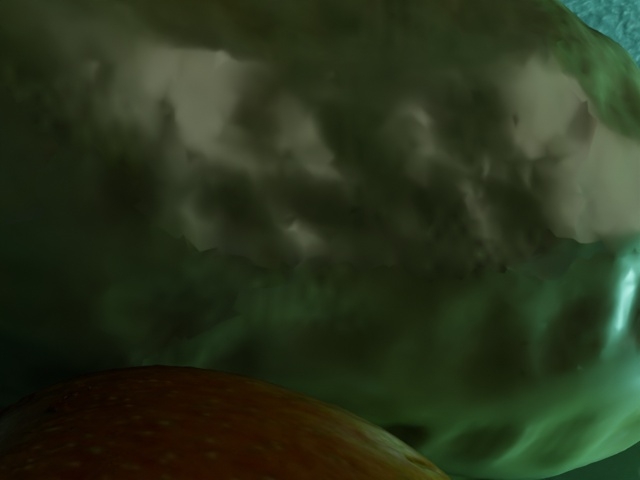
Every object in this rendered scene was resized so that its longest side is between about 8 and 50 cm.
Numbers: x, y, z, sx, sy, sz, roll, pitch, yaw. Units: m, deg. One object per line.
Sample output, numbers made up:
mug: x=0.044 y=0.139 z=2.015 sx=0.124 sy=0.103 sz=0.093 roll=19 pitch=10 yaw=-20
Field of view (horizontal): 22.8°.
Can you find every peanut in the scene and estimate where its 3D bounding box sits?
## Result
peanut: x=-0.034 y=-0.031 z=0.503 sx=0.387 sy=0.169 sz=0.192 roll=15 pitch=75 yaw=-23

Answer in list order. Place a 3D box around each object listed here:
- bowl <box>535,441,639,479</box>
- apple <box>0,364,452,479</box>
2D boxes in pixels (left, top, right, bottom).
bowl: x=0.028 y=0.160 z=0.632 sx=0.157 sy=0.337 sz=0.337 roll=119 pitch=-32 yaw=-55
apple: x=-0.059 y=0.130 z=0.375 sx=0.173 sy=0.210 sz=0.235 roll=44 pitch=41 yaw=-9
